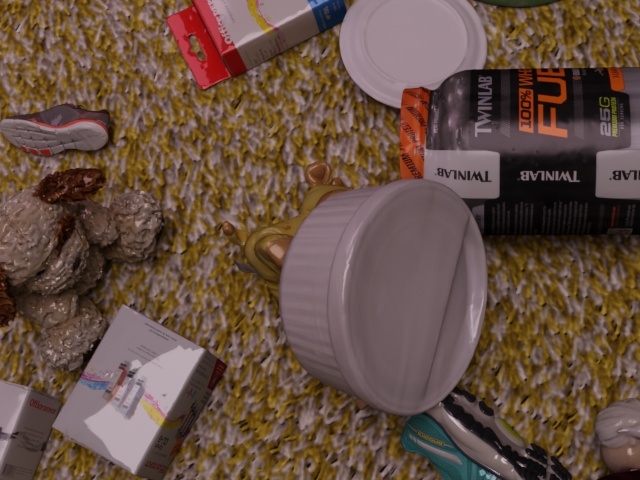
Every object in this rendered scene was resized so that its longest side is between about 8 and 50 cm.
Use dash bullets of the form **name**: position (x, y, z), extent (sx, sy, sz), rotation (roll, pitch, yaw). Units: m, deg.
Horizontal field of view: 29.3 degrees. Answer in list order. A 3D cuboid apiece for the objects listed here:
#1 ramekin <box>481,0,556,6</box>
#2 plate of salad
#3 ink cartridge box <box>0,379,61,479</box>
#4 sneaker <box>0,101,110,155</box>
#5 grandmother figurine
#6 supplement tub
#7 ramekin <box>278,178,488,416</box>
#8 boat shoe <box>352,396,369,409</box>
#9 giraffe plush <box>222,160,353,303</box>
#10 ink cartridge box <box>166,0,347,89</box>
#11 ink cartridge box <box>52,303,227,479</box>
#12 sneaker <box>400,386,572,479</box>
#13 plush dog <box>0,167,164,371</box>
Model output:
- **ramekin**: position (0.271, -0.482, 1.642), extent (0.303, 0.148, 0.304), rotation (-2, 74, 7)
- **plate of salad**: position (0.125, -0.263, 1.655), extent (0.199, 0.048, 0.200), rotation (1, 71, -2)
- **ink cartridge box**: position (-0.398, 0.257, 1.548), extent (0.063, 0.109, 0.151), rotation (15, 77, 14)
- **sneaker**: position (-0.363, -0.159, 1.697), extent (0.157, 0.061, 0.065), rotation (4, 48, 8)
- **grandmother figurine**: position (0.359, 0.346, 1.409), extent (0.104, 0.207, 0.343), rotation (-19, 56, 41)
- **supplement tub**: position (0.270, -0.109, 1.508), extent (0.337, 0.207, 0.207), rotation (0, 75, 7)
- **ramekin**: position (0.069, 0.061, 1.418), extent (0.127, 0.273, 0.273), rotation (6, 73, 42)
- **boat shoe**: position (0.117, 0.168, 1.532), extent (0.170, 0.063, 0.059), rotation (-19, 78, 9)
- **giraffe plush**: position (0.000, 0.000, 1.558), extent (0.170, 0.181, 0.210), rotation (-42, 39, -15)
- **ink cartridge box**: position (-0.095, -0.321, 1.684), extent (0.231, 0.078, 0.134), rotation (-28, 73, 0)
- **ink cartridge box**: position (-0.224, 0.194, 1.532), extent (0.127, 0.128, 0.176), rotation (28, 81, 14)
- **sneaker**: position (0.217, 0.291, 1.475), extent (0.275, 0.107, 0.110), rotation (41, 117, 10)
- **plush dog**: position (-0.347, 0.008, 1.549), extent (0.210, 0.225, 0.262), rotation (27, 80, 14)
